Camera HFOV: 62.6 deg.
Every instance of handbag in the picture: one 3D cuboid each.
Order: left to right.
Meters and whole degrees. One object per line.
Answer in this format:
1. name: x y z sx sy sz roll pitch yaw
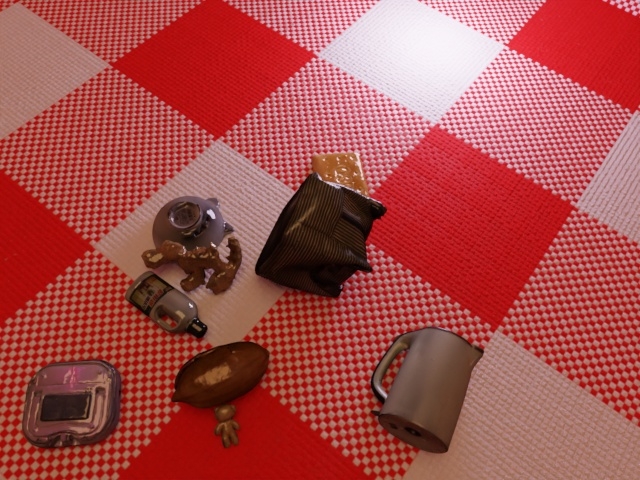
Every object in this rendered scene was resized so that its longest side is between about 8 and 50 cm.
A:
1. handbag: 0.000 0.000 1.322 0.240 0.341 0.248 24 63 -9

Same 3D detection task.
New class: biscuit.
1. biscuit: 0.064 -0.161 1.569 0.160 0.030 0.250 -5 61 -6

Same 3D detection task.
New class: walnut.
1. walnut: -0.232 0.312 1.226 0.245 0.137 0.137 -17 62 -22

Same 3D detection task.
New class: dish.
1. dish: -0.357 -0.047 1.449 0.227 0.086 0.237 10 61 2

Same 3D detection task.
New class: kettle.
1. kettle: 0.233 0.332 1.237 0.240 0.165 0.255 8 55 34

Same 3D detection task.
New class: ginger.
1. ginger: -0.334 0.069 1.375 0.258 0.065 0.150 -3 90 -7

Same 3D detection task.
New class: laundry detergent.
1. laundry detergent: -0.381 0.173 1.334 0.225 0.070 0.099 33 56 14

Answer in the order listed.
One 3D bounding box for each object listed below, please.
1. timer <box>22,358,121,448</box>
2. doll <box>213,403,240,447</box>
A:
1. timer: -0.571 0.372 1.212 0.208 0.069 0.191 -4 63 -7
2. doll: -0.216 0.425 1.210 0.061 0.051 0.093 -10 63 -16
